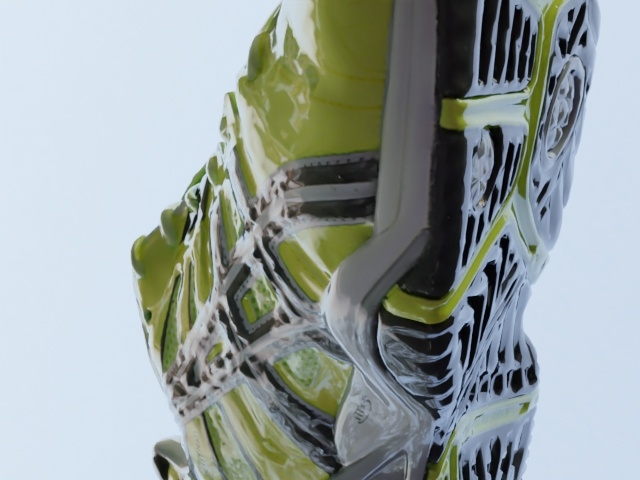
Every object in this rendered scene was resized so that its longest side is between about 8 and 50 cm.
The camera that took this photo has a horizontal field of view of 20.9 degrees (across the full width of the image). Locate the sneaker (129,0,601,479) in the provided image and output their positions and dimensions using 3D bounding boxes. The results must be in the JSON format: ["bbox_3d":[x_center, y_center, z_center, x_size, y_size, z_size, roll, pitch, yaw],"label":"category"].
[{"bbox_3d":[0.000,0.000,0.599,0.147,0.384,0.145,21,-140,19],"label":"sneaker"}]
